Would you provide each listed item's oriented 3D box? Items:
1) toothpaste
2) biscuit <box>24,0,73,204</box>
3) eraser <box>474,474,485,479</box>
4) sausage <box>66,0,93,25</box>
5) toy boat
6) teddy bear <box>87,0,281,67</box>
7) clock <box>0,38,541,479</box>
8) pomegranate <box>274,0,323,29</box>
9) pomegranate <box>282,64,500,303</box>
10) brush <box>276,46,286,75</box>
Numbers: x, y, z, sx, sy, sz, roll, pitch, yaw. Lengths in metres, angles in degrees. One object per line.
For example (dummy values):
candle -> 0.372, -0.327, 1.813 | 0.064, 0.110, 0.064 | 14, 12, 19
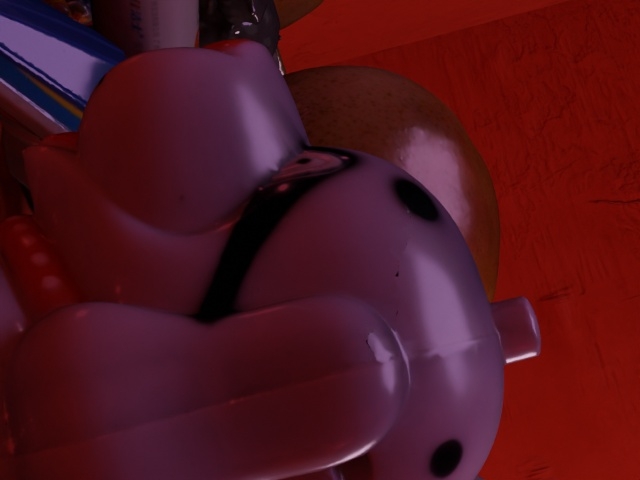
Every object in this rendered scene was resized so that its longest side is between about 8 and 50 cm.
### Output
toothpaste -> -0.105, -0.079, 1.111 | 0.100, 0.066, 0.323 | -123, -155, -43
biscuit -> -0.159, -0.089, 1.116 | 0.170, 0.050, 0.170 | -14, 90, -86
eraser -> -0.012, 0.113, 1.036 | 0.290, 0.087, 0.171 | 35, -12, 23
sausage -> -0.175, -0.232, 1.273 | 0.274, 0.074, 0.074 | -100, 174, -45
toy boat -> -0.140, -0.071, 0.913 | 0.129, 0.088, 0.295 | 37, -1, 29
teddy bear -> -0.107, -0.155, 1.310 | 0.144, 0.171, 0.251 | 50, 8, -33
clock -> -0.064, 0.044, 0.528 | 0.189, 0.254, 0.189 | -20, 90, -86
pomegranate -> -0.075, -0.297, 1.529 | 0.264, 0.264, 0.264 | -15, 90, -86
pomegranate -> 0.000, 0.000, 1.511 | 0.319, 0.319, 0.319 | -15, 90, -86
brush -> -0.087, -0.133, 1.791 | 0.197, 0.123, 0.059 | 72, 2, -52
